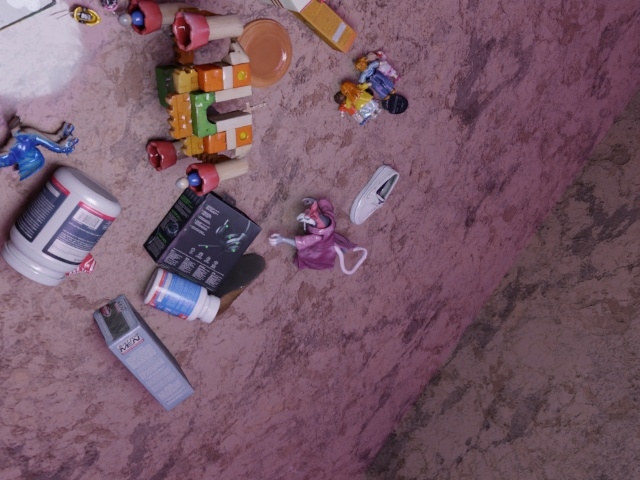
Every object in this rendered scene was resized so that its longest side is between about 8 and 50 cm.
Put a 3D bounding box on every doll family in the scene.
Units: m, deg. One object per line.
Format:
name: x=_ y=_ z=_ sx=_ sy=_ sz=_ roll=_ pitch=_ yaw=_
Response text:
doll family: x=0.157 y=-0.512 z=1.876 sx=0.163 sy=0.118 sz=0.263 roll=37 pitch=91 yaw=-23

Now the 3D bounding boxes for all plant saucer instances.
plant saucer: x=-0.165 y=-0.546 z=1.681 sx=0.200 sy=0.037 sz=0.199 roll=-19 pitch=127 yaw=-27

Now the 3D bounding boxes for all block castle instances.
block castle: x=-0.350 y=-0.364 z=1.463 sx=0.213 sy=0.303 sz=0.453 roll=-24 pitch=130 yaw=-37

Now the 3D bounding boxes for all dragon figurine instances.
dragon figurine: x=-0.742 y=-0.207 z=1.412 sx=0.289 sy=0.085 sz=0.144 roll=-44 pitch=134 yaw=-9

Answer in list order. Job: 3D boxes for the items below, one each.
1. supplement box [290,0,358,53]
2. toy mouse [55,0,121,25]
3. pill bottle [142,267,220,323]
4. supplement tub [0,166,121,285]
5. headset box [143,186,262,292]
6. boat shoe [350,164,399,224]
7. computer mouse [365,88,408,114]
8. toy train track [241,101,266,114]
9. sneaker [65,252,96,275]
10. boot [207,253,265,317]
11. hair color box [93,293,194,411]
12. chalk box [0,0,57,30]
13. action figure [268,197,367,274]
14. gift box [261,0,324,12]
supplement box: x=0.006 y=-0.661 z=1.713 sx=0.233 sy=0.078 sz=0.080 roll=24 pitch=101 yaw=-44
toy mouse: x=-0.546 y=-0.589 z=1.364 sx=0.161 sy=0.031 sz=0.143 roll=-3 pitch=118 yaw=-37
pill bottle: x=-0.438 y=0.183 z=1.814 sx=0.222 sy=0.124 sz=0.124 roll=26 pitch=99 yaw=-21
supplement tub: x=-0.676 y=-0.038 z=1.493 sx=0.272 sy=0.191 sz=0.191 roll=-52 pitch=135 yaw=1
headset box: x=-0.361 y=-0.019 z=1.790 sx=0.283 sy=0.131 sz=0.246 roll=-53 pitch=134 yaw=2
boat shoe: x=0.205 y=-0.166 z=2.168 sx=0.095 sy=0.084 sz=0.258 roll=21 pitch=103 yaw=-43
computer mouse: x=0.209 y=-0.492 z=2.009 sx=0.242 sy=0.041 sz=0.071 roll=3 pitch=108 yaw=-32
toy train track: x=-0.203 y=-0.407 z=1.754 sx=0.083 sy=0.014 sz=0.048 roll=-27 pitch=130 yaw=-23
sneaker: x=-0.706 y=0.085 z=1.650 sx=0.118 sy=0.042 sz=0.067 roll=-40 pitch=130 yaw=-13
boot: x=-0.314 y=0.162 z=1.979 sx=0.305 sy=0.112 sz=0.115 roll=-38 pitch=153 yaw=-7
hair color box: x=-0.562 y=0.366 z=1.835 sx=0.114 sy=0.185 sz=0.374 roll=-35 pitch=132 yaw=-15
chalk box: x=-0.734 y=-0.519 z=1.163 sx=0.289 sy=0.179 sz=0.180 roll=-33 pitch=133 yaw=-16
action figure: x=0.000 y=0.000 z=1.972 sx=0.248 sy=0.276 sz=0.370 roll=-55 pitch=165 yaw=-20
gift box: x=-0.060 y=-0.765 z=1.476 sx=0.276 sy=0.255 sz=0.258 roll=-42 pitch=132 yaw=-1
